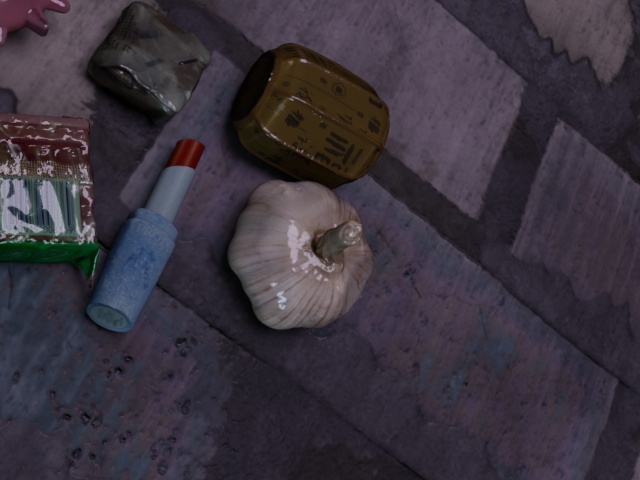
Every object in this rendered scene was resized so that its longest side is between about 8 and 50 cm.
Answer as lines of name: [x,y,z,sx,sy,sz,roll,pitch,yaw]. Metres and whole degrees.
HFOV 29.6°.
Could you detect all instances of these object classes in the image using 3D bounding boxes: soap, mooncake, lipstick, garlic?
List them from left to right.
soap: [-0.376,-0.055,1.328,0.273,0.098,0.218,1,73,-33]
mooncake: [-0.213,-0.222,1.508,0.130,0.073,0.125,39,54,-18]
lipstick: [-0.201,-0.018,1.453,0.068,0.061,0.274,34,54,-21]
garlic: [0.000,0.000,1.479,0.199,0.226,0.199,8,72,-26]

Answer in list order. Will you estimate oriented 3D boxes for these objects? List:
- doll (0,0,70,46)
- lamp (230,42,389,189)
doll: [-0.386,-0.334,1.421,0.211,0.093,0.262,24,65,-15]
lamp: [-0.012,-0.159,1.571,0.185,0.161,0.161,27,61,-22]
